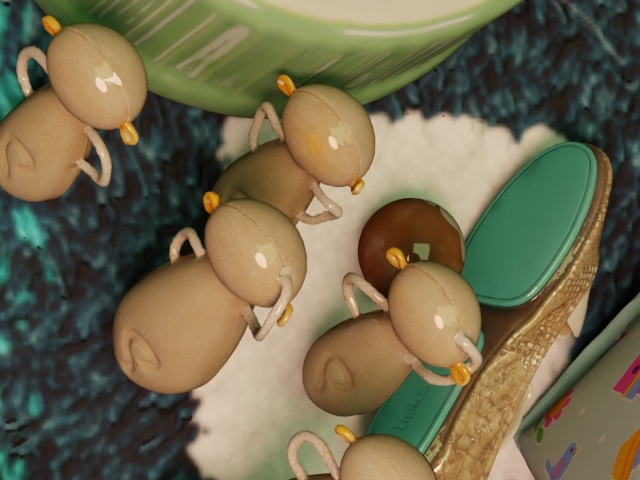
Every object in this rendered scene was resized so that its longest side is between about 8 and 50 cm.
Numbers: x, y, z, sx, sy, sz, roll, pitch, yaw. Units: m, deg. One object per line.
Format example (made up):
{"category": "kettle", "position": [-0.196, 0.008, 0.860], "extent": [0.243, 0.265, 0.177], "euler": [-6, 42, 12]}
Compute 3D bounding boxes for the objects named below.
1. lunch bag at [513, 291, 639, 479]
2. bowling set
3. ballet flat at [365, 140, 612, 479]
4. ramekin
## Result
{"category": "lunch bag", "position": [0.235, 0.065, 0.897], "extent": [0.160, 0.223, 0.262], "euler": [39, 97, -13]}
{"category": "bowling set", "position": [0.000, 0.000, 0.875], "extent": [0.200, 0.154, 0.287], "euler": [-32, 85, -33]}
{"category": "ballet flat", "position": [0.092, 0.047, 0.973], "extent": [0.067, 0.073, 0.206], "euler": [43, 77, -40]}
{"category": "ramekin", "position": [-0.005, -0.214, 0.898], "extent": [0.303, 0.148, 0.303], "euler": [1, 87, -19]}
